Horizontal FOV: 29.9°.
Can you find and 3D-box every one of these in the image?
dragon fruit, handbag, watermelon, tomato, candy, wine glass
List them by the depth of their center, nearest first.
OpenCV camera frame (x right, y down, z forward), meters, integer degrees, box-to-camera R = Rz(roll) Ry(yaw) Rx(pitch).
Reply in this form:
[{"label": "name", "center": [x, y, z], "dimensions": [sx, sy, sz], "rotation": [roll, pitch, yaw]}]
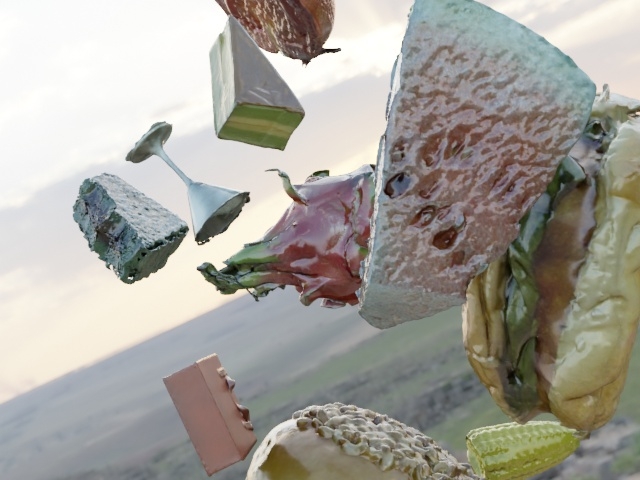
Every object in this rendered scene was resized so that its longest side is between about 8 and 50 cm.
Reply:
[{"label": "watermelon", "center": [0.094, -0.046, 0.890], "dimensions": [0.094, 0.154, 0.241], "rotation": [101, -168, -80]}, {"label": "dragon fruit", "center": [0.000, -0.004, 1.124], "dimensions": [0.236, 0.137, 0.135], "rotation": [-3, -4, -6]}, {"label": "handbag", "center": [-0.129, 0.206, 1.446], "dimensions": [0.063, 0.127, 0.190], "rotation": [-26, -4, 0]}, {"label": "wine glass", "center": [-0.209, -0.095, 1.866], "dimensions": [0.122, 0.183, 0.122], "rotation": [-43, -9, -9]}, {"label": "candy", "center": [0.360, 0.364, 2.102], "dimensions": [0.199, 0.106, 0.094], "rotation": [-12, -16, -7]}, {"label": "tomato", "center": [-0.073, -0.486, 2.261], "dimensions": [0.170, 0.309, 0.309], "rotation": [-51, 9, -20]}]

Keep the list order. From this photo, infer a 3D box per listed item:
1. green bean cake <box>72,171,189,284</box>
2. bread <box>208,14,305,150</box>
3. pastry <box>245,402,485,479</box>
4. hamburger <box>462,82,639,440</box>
[{"label": "green bean cake", "center": [-0.364, -0.023, 2.157], "dimensions": [0.107, 0.208, 0.193], "rotation": [-56, -8, 23]}, {"label": "bread", "center": [-0.075, -0.180, 1.366], "dimensions": [0.084, 0.139, 0.074], "rotation": [9, -39, -23]}, {"label": "pastry", "center": [0.090, 0.370, 1.544], "dimensions": [0.245, 0.409, 0.409], "rotation": [-54, 4, -9]}, {"label": "hamburger", "center": [0.213, -0.009, 1.046], "dimensions": [0.162, 0.330, 0.209], "rotation": [14, -12, 17]}]
